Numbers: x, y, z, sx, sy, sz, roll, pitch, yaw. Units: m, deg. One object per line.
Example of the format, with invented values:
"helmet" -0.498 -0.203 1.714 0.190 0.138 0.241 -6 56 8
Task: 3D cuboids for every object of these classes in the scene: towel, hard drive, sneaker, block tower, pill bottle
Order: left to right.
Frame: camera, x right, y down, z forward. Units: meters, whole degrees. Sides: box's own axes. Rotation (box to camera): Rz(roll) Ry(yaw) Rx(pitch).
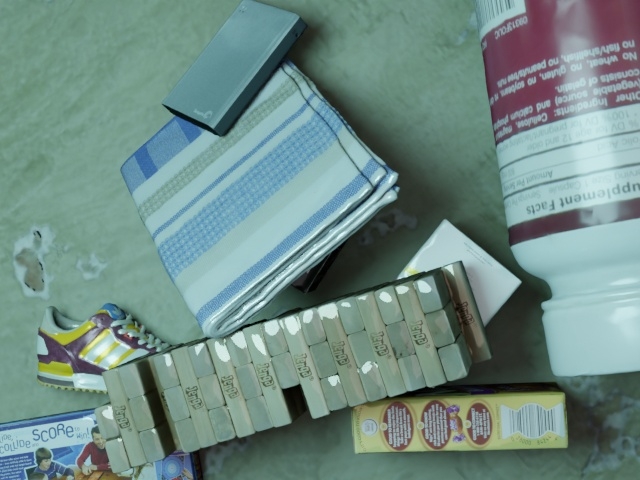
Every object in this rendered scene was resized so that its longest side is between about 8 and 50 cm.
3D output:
"sneaker" -0.186 0.103 1.120 0.185 0.069 0.084 2 92 7
"hard drive" -0.083 -0.166 1.109 0.094 0.022 0.135 28 79 47
"towel" -0.066 -0.055 1.050 0.209 0.034 0.285 -40 41 3
"block tower" -0.028 0.109 1.003 0.335 0.097 0.091 -18 90 12
"pill bottle" 0.262 -0.090 0.992 0.224 0.224 0.392 -9 86 7

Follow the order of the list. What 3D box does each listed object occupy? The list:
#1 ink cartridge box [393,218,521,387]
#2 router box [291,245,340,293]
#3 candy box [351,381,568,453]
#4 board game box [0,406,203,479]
"ink cartridge box" 0.105 0.065 1.072 0.090 0.092 0.143 39 94 8
"router box" 0.000 0.000 1.074 0.038 0.122 0.092 34 91 4
"candy box" 0.126 0.160 1.055 0.186 0.109 0.053 -4 87 7
"board game box" -0.217 0.231 1.134 0.201 0.035 0.136 -9 86 7
